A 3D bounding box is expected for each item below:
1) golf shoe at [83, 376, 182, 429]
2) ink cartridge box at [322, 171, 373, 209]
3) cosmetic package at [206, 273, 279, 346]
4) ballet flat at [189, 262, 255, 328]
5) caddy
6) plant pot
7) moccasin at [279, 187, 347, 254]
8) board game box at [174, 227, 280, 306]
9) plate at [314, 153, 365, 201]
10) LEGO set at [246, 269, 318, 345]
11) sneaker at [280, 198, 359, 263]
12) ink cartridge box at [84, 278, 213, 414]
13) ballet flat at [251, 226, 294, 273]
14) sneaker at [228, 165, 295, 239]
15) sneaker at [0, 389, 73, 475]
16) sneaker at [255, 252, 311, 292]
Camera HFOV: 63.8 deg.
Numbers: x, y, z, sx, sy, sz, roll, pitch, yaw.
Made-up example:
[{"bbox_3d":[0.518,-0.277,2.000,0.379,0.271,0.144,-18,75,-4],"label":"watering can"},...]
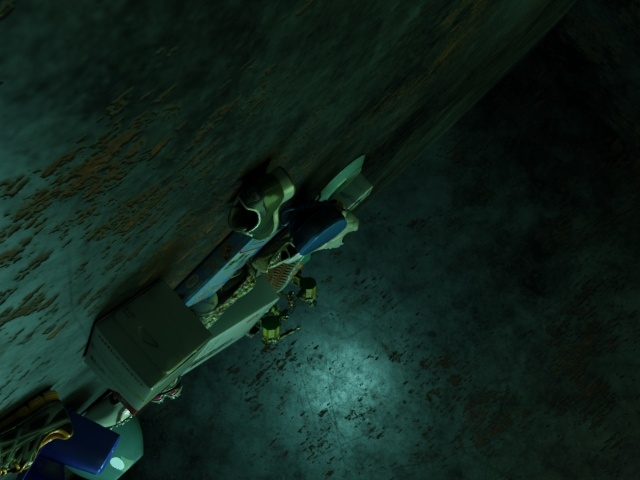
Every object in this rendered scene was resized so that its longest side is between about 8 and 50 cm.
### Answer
[{"bbox_3d":[-0.517,0.409,1.392,0.273,0.105,0.120,-25,127,-19],"label":"golf shoe"},{"bbox_3d":[0.068,-0.120,1.544,0.175,0.072,0.127,-42,175,-3],"label":"ink cartridge box"},{"bbox_3d":[-0.311,0.265,1.511,0.284,0.097,0.377,-32,171,-35],"label":"cosmetic package"},{"bbox_3d":[-0.239,0.122,1.180,0.241,0.091,0.077,-45,149,-45],"label":"ballet flat"},{"bbox_3d":[-0.573,0.497,1.116,0.341,0.179,0.241,-49,-163,58],"label":"caddy"},{"bbox_3d":[-0.766,0.761,1.878,0.290,0.195,0.290,-42,177,-3],"label":"plant pot"},{"bbox_3d":[-0.034,-0.035,1.182,0.138,0.116,0.342,-29,178,-14],"label":"moccasin"},{"bbox_3d":[-0.185,0.044,1.012,0.211,0.039,0.160,-44,176,12],"label":"board game box"},{"bbox_3d":[0.057,-0.158,1.382,0.188,0.024,0.188,-42,175,-4],"label":"plate"},{"bbox_3d":[-0.167,0.246,1.817,0.331,0.255,0.192,-54,158,-43],"label":"LEGO set"},{"bbox_3d":[0.000,0.000,1.452,0.262,0.121,0.099,-35,-137,28],"label":"sneaker"},{"bbox_3d":[-0.277,0.173,0.820,0.127,0.128,0.176,-40,176,-39],"label":"ink cartridge box"},{"bbox_3d":[-0.094,0.013,1.393,0.206,0.067,0.073,-43,176,-5],"label":"ballet flat"},{"bbox_3d":[-0.105,-0.041,0.774,0.086,0.064,0.192,-32,171,-28],"label":"sneaker"},{"bbox_3d":[-0.477,0.321,0.775,0.215,0.083,0.084,-38,175,-42],"label":"sneaker"},{"bbox_3d":[-0.098,0.067,1.656,0.302,0.108,0.121,-47,170,37],"label":"sneaker"}]
